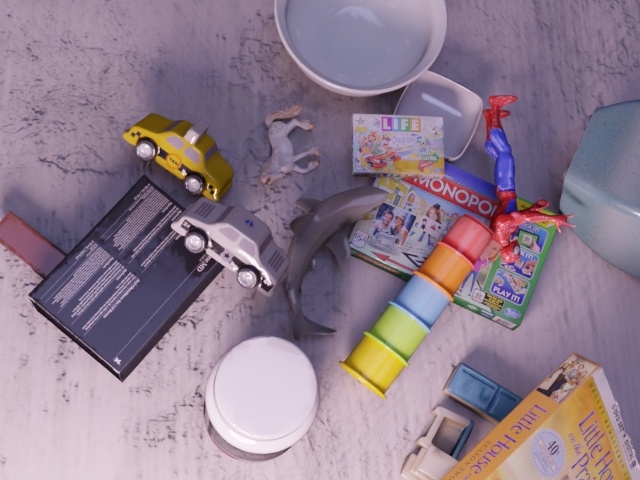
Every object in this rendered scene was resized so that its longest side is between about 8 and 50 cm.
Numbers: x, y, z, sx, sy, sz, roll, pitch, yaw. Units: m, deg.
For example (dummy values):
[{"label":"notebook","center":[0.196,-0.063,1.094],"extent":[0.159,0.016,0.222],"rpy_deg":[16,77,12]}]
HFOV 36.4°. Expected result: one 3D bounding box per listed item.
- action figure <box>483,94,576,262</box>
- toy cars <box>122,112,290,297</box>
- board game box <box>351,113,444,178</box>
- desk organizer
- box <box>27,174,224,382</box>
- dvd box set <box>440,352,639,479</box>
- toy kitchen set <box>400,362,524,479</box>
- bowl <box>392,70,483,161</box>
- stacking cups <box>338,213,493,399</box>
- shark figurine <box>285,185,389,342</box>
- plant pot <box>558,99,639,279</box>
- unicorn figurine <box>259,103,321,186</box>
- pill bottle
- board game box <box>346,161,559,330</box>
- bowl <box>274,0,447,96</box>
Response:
[{"label":"action figure","center":[0.341,-0.096,1.610],"extent":[0.139,0.091,0.280],"rpy_deg":[3,73,2]},{"label":"toy cars","center":[-0.167,-0.080,1.514],"extent":[0.176,0.087,0.394],"rpy_deg":[6,40,-44]},{"label":"board game box","center":[0.129,-0.157,1.629],"extent":[0.154,0.026,0.103],"rpy_deg":[1,76,-6]},{"label":"desk organizer","center":[-0.455,0.014,1.539],"extent":[0.130,0.047,0.050],"rpy_deg":[37,75,4]},{"label":"box","center":[-0.292,0.060,1.519],"extent":[0.184,0.103,0.261],"rpy_deg":[39,72,7]},{"label":"dvd box set","center":[0.292,0.408,1.423],"extent":[0.420,0.062,0.308],"rpy_deg":[-39,124,-17]},{"label":"toy kitchen set","center":[0.231,0.296,1.486],"extent":[0.122,0.166,0.207],"rpy_deg":[31,72,3]},{"label":"bowl","center":[0.199,-0.210,1.693],"extent":[0.142,0.053,0.142],"rpy_deg":[27,71,1]},{"label":"stacking cups","center":[0.163,0.102,1.547],"extent":[0.096,0.096,0.316],"rpy_deg":[39,81,5]},{"label":"shark figurine","center":[-0.024,0.016,1.554],"extent":[0.166,0.116,0.278],"rpy_deg":[21,84,29]},{"label":"plant pot","center":[0.539,-0.088,1.614],"extent":[0.252,0.248,0.247],"rpy_deg":[21,71,18]},{"label":"unicorn figurine","center":[-0.057,-0.150,1.643],"extent":[0.111,0.060,0.162],"rpy_deg":[-10,59,-10]},{"label":"pill bottle","center":[-0.086,0.230,1.400],"extent":[0.161,0.283,0.161],"rpy_deg":[2,73,-7]},{"label":"board game box","center":[0.223,-0.011,1.641],"extent":[0.317,0.046,0.214],"rpy_deg":[24,73,0]},{"label":"bowl","center":[0.060,-0.365,1.678],"extent":[0.297,0.134,0.298],"rpy_deg":[2,73,-8]}]
